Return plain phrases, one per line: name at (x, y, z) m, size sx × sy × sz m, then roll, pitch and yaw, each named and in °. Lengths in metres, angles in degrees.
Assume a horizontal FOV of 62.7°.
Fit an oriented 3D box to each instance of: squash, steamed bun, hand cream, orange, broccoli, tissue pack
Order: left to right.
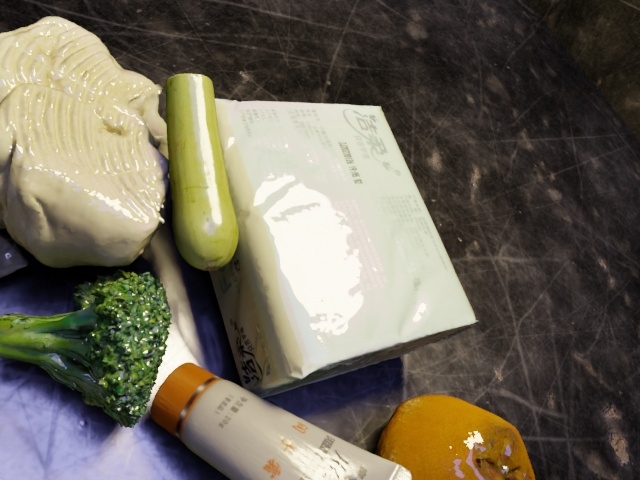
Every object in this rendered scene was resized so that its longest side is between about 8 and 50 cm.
steamed bun at (-0.334, -0.106, 0.683) m, size 0.275 × 0.206 × 0.320 m, roll 19°, pitch 47°, yaw -40°
broccoli at (-0.274, 0.108, 0.614) m, size 0.194 × 0.194 × 0.219 m, roll 19°, pitch 26°, yaw -20°
squash at (-0.153, -0.083, 0.667) m, size 0.083 × 0.083 × 0.250 m, roll -2°, pitch 78°, yaw -31°
hand cream at (-0.058, 0.258, 0.620) m, size 0.314 × 0.089 × 0.139 m, roll 24°, pitch 40°, yaw 15°
tissue pack at (0.000, 0.000, 0.811) m, size 0.332 × 0.205 × 0.404 m, roll -7°, pitch 66°, yaw -33°
orange at (0.196, 0.343, 0.739) m, size 0.249 × 0.183 × 0.249 m, roll 14°, pitch 56°, yaw -22°

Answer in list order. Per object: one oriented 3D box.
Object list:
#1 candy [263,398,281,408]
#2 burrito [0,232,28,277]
candy at (0.030, 0.299, 0.672) m, size 0.323 × 0.097 × 0.097 m, roll 30°, pitch 43°, yaw 31°
burrito at (-0.527, 0.066, 0.552) m, size 0.117 × 0.076 × 0.392 m, roll 46°, pitch 48°, yaw 13°
